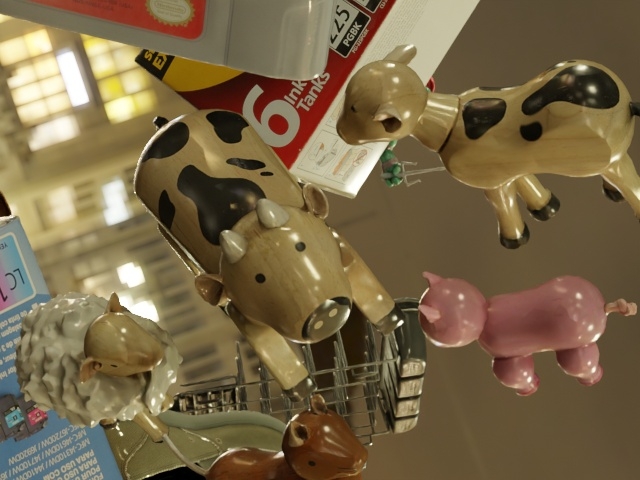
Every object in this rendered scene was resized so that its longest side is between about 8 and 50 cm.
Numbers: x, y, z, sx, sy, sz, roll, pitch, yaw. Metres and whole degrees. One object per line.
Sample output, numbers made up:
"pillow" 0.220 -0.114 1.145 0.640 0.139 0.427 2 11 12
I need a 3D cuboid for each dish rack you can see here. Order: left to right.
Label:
"dish rack" -0.025 0.150 1.911 0.208 0.272 0.074 91 -12 -61

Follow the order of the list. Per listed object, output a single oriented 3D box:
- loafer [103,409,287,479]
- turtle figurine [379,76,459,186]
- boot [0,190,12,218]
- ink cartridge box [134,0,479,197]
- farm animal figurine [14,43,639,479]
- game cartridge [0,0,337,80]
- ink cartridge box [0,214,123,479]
"loafer" -0.114 0.207 1.730 0.094 0.251 0.087 -43 -127 36
"turtle figurine" 0.090 -0.161 2.699 0.118 0.234 0.175 -113 -161 -50
"boot" -0.426 0.035 2.512 0.152 0.073 0.197 -36 -106 61
"ink cartridge box" -0.012 -0.242 1.702 0.272 0.309 0.130 37 11 29
"farm animal figurine" 0.000 0.000 1.097 0.327 0.330 0.172 24 -23 45
"game cartridge" -0.127 -0.223 1.228 0.060 0.294 0.196 -62 163 -59
"ink cartridge box" -0.300 0.190 1.648 0.270 0.151 0.395 -3 -72 56
